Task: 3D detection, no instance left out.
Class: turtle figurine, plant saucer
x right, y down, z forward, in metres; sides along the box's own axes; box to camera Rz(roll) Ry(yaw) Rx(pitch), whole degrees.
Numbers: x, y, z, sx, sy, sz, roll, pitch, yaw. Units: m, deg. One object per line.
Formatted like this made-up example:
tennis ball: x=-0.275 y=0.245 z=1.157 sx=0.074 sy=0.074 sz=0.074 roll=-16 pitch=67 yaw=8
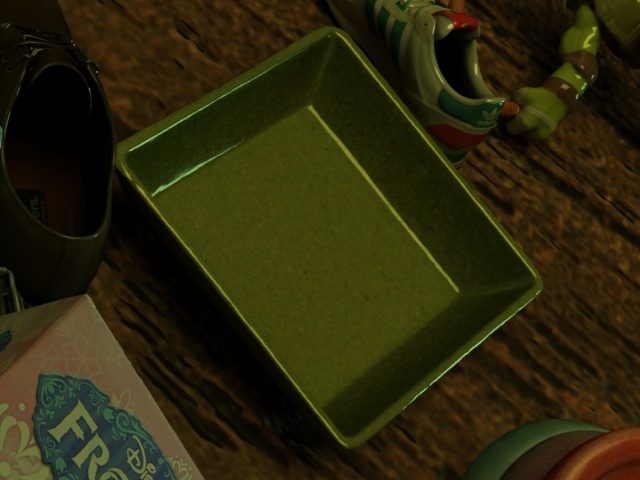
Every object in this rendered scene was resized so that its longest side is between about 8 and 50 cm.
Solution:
turtle figurine: x=0.213 y=-0.141 z=1.161 sx=0.217 sy=0.087 sz=0.269 roll=41 pitch=60 yaw=-14
plant saucer: x=0.000 y=0.000 z=0.977 sx=0.188 sy=0.045 sz=0.188 roll=52 pitch=47 yaw=4

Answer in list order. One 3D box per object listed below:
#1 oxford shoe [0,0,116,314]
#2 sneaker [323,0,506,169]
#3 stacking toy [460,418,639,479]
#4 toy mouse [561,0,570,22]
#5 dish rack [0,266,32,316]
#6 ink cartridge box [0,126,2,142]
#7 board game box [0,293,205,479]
oxford shoe: x=-0.137 y=-0.077 z=0.898 sx=0.082 sy=0.096 sz=0.227 roll=-1 pitch=61 yaw=-33
sneaker: x=0.058 y=-0.123 z=1.076 sx=0.057 sy=0.075 sz=0.161 roll=-10 pitch=68 yaw=-39
stacking toy: x=0.188 y=0.235 z=0.950 sx=0.309 sy=0.130 sz=0.280 roll=15 pitch=80 yaw=-24
toy mouse: x=0.149 y=-0.201 z=1.218 sx=0.161 sy=0.031 sz=0.143 roll=6 pitch=70 yaw=-26
dish rack: x=-0.221 y=0.096 z=0.746 sx=0.271 sy=0.074 sz=0.208 roll=2 pitch=62 yaw=-36
ink cartridge box: x=-0.220 y=-0.034 z=0.795 sx=0.104 sy=0.181 sz=0.062 roll=4 pitch=97 yaw=-33
board game box: x=-0.111 y=0.236 z=0.663 sx=0.318 sy=0.066 sz=0.319 roll=-47 pitch=114 yaw=-43
